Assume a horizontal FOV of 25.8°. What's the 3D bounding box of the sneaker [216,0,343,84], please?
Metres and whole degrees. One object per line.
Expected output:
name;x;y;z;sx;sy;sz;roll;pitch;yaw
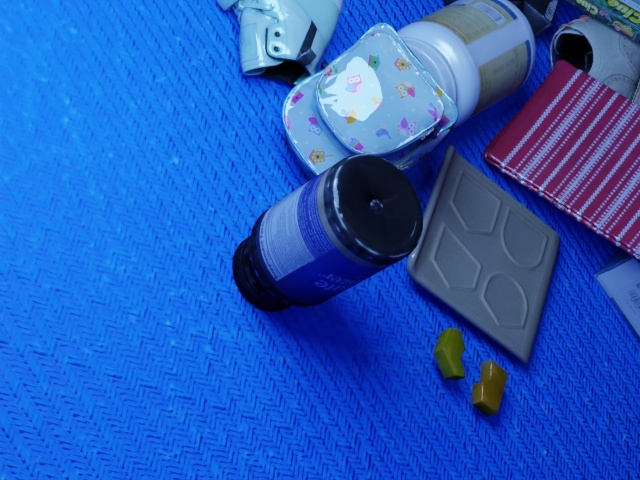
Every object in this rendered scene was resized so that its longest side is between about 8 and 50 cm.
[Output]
sneaker;-0.092;-0.285;1.659;0.256;0.094;0.151;28;58;-23

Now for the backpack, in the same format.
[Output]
backpack;0.049;-0.144;1.640;0.188;0.144;0.166;-38;85;1

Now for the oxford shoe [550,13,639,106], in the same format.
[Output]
oxford shoe;0.421;-0.299;2.033;0.146;0.140;0.397;30;53;-16

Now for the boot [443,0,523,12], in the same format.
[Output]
boot;0.233;-0.293;1.937;0.121;0.045;0.099;-3;96;-2

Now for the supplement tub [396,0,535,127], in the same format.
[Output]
supplement tub;0.169;-0.226;1.796;0.199;0.144;0.144;-32;90;-42

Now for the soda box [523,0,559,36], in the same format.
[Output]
soda box;0.256;-0.360;1.982;0.169;0.060;0.053;37;50;-18

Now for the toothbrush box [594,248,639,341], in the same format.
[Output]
toothbrush box;0.555;0.048;1.976;0.295;0.126;0.216;-38;93;-41

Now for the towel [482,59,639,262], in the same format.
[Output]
towel;0.378;-0.106;1.865;0.275;0.031;0.199;35;70;13

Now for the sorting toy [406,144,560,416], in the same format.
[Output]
sorting toy;0.194;0.056;1.760;0.229;0.041;0.307;39;51;-22

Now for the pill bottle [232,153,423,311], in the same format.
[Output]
pill bottle;0.000;0.000;1.511;0.123;0.219;0.123;16;61;-31

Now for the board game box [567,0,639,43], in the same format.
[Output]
board game box;0.391;-0.390;2.024;0.259;0.030;0.136;37;54;21
